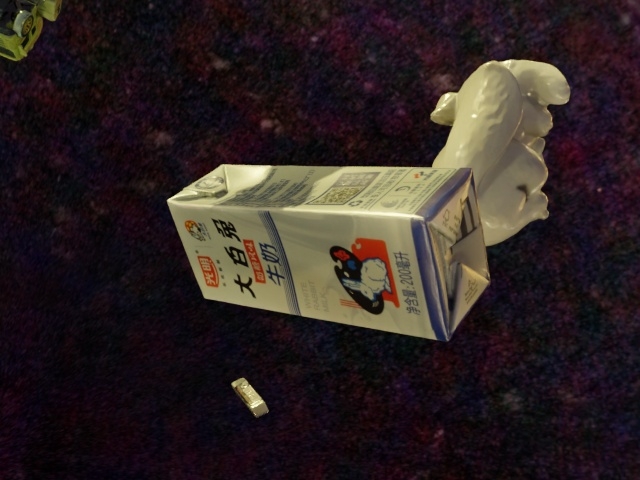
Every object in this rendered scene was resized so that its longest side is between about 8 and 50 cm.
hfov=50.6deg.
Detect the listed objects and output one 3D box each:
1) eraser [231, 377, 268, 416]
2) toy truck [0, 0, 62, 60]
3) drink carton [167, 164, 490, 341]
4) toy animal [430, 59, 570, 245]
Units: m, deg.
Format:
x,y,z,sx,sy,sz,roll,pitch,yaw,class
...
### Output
x,y,z,sx,sy,sz,roll,pitch,yaw,class
-0.116,0.256,1.105,0.027,0.099,0.019,-25,116,-22,eraser
-0.393,-0.329,0.902,0.085,0.116,0.191,23,67,-8,toy truck
0.000,0.000,0.678,0.106,0.315,0.130,-40,124,-43,drink carton
0.251,-0.113,1.031,0.206,0.271,0.265,15,63,10,toy animal
